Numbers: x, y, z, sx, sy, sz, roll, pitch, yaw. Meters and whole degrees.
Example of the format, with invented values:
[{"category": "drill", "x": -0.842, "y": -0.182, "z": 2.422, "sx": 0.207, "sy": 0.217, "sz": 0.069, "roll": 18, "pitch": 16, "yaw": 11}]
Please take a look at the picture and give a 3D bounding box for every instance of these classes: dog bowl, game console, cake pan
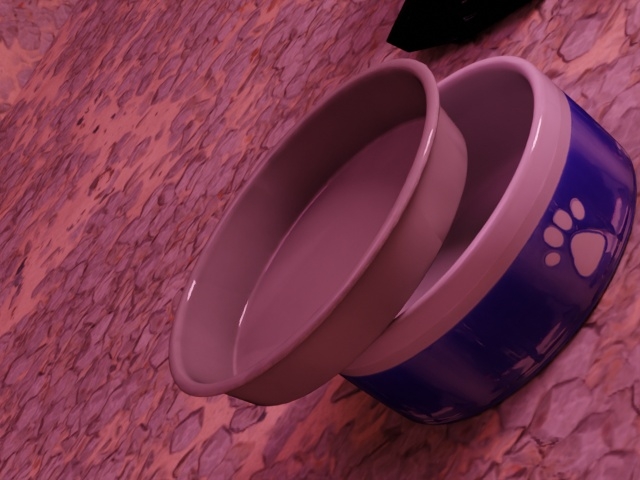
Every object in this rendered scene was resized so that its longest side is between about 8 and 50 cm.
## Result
[{"category": "dog bowl", "x": 0.101, "y": 0.000, "z": 1.245, "sx": 0.265, "sy": 0.104, "sz": 0.265, "roll": -43, "pitch": 24, "yaw": 24}, {"category": "game console", "x": 0.195, "y": -0.339, "z": 1.648, "sx": 0.213, "sy": 0.044, "sz": 0.361, "roll": -20, "pitch": 39, "yaw": 54}, {"category": "cake pan", "x": 0.000, "y": 0.000, "z": 1.233, "sx": 0.293, "sy": 0.054, "sz": 0.293, "roll": -43, "pitch": 24, "yaw": 25}]
